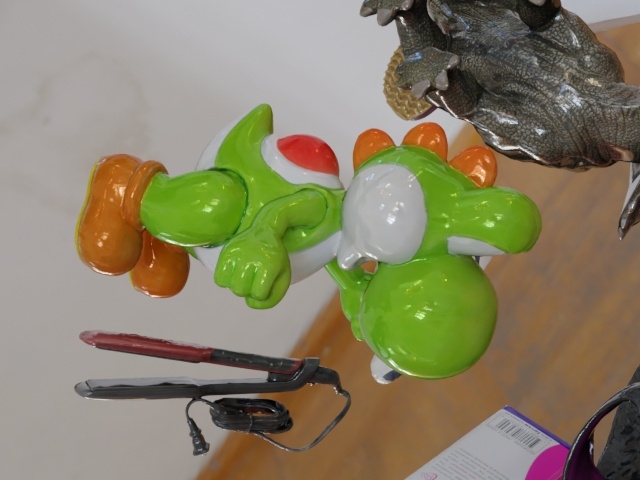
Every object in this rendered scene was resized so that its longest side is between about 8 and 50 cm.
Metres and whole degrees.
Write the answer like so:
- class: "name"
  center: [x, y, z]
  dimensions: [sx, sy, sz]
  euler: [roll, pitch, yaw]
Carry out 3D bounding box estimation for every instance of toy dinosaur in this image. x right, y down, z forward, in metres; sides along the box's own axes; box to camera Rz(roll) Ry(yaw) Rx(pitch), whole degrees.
- class: "toy dinosaur"
  center: [0.096, -0.094, 0.820]
  dimensions: [0.121, 0.160, 0.313]
  euler: [-50, 43, -4]

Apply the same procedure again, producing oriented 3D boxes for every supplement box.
- class: "supplement box"
  center: [0.176, 0.291, 1.703]
  dimensions: [0.111, 0.220, 0.114]
  euler: [32, 125, 27]

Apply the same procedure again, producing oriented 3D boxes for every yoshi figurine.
- class: "yoshi figurine"
  center: [-0.005, 0.025, 1.258]
  dimensions: [0.362, 0.203, 0.203]
  euler: [2, 37, 19]

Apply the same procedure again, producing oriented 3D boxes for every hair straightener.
- class: "hair straightener"
  center: [-0.083, 0.126, 1.231]
  dimensions: [0.047, 0.230, 0.089]
  euler: [-161, 80, -68]

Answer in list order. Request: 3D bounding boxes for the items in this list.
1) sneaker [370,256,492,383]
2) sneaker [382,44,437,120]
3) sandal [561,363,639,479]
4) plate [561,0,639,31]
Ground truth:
- class: "sneaker"
  center: [0.089, 0.040, 1.789]
  dimensions: [0.235, 0.153, 0.094]
  euler: [-53, 8, -21]
- class: "sneaker"
  center: [0.128, -0.191, 1.445]
  dimensions: [0.069, 0.084, 0.185]
  euler: [43, 122, 22]
- class: "sandal"
  center: [0.287, 0.256, 1.462]
  dimensions: [0.167, 0.107, 0.446]
  euler: [10, 65, 49]
- class: "plate"
  center: [0.400, -0.376, 2.257]
  dimensions: [0.277, 0.045, 0.278]
  euler: [-10, 38, 21]
